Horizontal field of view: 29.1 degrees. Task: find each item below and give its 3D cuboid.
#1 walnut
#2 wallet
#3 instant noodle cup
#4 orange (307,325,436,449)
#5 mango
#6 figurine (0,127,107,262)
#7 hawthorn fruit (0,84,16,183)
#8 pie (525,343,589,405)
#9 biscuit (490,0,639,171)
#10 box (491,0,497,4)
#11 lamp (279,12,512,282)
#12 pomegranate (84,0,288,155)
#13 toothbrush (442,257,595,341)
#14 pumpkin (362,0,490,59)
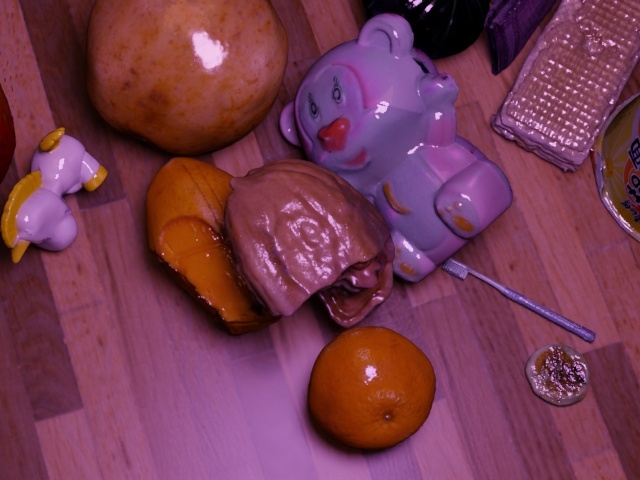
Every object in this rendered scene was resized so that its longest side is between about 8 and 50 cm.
[{"bbox_3d":[-0.001,-0.009,1.462,0.141,0.238,0.204,-28,69,25],"label":"walnut"},{"bbox_3d":[0.282,-0.316,1.692,0.030,0.111,0.166,29,71,29],"label":"wallet"},{"bbox_3d":[0.513,-0.125,1.607,0.264,0.200,0.264,2,72,-7],"label":"instant noodle cup"},{"bbox_3d":[0.059,0.176,1.499,0.158,0.159,0.136,-14,34,-10],"label":"orange"},{"bbox_3d":[-0.131,0.004,1.540,0.153,0.126,0.252,-28,75,-11],"label":"mango"},{"bbox_3d":[-0.346,-0.050,1.534,0.109,0.130,0.178,16,73,16],"label":"figurine"},{"bbox_3d":[-0.499,-0.129,1.464,0.284,0.285,0.369,-33,82,-14],"label":"hawthorn fruit"},{"bbox_3d":[0.305,0.172,1.586,0.085,0.017,0.085,2,72,-5],"label":"pie"},{"bbox_3d":[0.388,-0.304,1.690,0.144,0.078,0.426,29,79,4],"label":"biscuit"},{"bbox_3d":[0.314,-0.438,1.761,0.243,0.055,0.103,-40,80,-15],"label":"box"},{"bbox_3d":[0.112,-0.129,1.580,0.301,0.247,0.247,50,44,3],"label":"lamp"},{"bbox_3d":[-0.167,-0.236,1.554,0.260,0.260,0.261,2,72,-5],"label":"pomegranate"},{"bbox_3d":[0.259,0.078,1.612,0.219,0.016,0.019,27,73,3],"label":"toothbrush"},{"bbox_3d":[0.143,-0.335,1.655,0.194,0.150,0.194,10,48,-11],"label":"pumpkin"}]
